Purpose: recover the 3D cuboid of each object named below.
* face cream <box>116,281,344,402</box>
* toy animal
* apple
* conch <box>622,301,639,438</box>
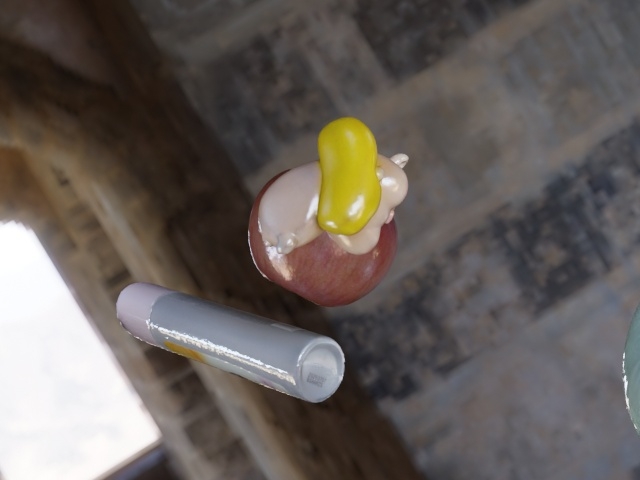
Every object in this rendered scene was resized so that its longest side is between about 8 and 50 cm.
[{"bbox_3d":[-0.101,0.109,1.927,0.269,0.107,0.073,16,79,36],"label":"face cream"},{"bbox_3d":[0.017,-0.020,1.221,0.114,0.082,0.091,-43,43,9],"label":"toy animal"},{"bbox_3d":[0.000,0.000,1.728,0.153,0.153,0.120,179,115,-84],"label":"apple"},{"bbox_3d":[0.281,0.088,1.087,0.185,0.121,0.221,5,44,32],"label":"conch"}]
